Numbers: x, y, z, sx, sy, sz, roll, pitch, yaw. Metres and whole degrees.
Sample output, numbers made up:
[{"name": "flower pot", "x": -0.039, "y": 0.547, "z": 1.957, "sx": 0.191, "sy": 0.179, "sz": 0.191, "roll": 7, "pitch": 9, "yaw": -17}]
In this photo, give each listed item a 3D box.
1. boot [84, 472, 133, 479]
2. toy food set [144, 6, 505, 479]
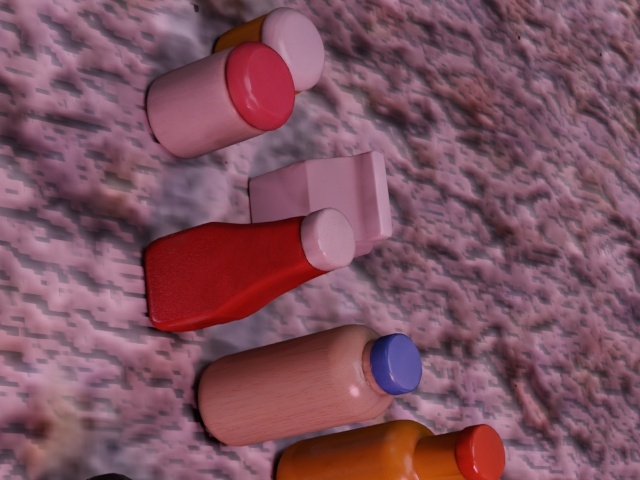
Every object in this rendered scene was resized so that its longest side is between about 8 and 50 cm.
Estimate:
[{"name": "boot", "x": -0.031, "y": 0.217, "z": 0.579, "sx": 0.179, "sy": 0.085, "sz": 0.236, "roll": 30, "pitch": 50, "yaw": -41}, {"name": "toy food set", "x": 0.000, "y": 0.000, "z": 0.685, "sx": 0.111, "sy": 0.104, "sz": 0.232, "roll": 11, "pitch": 69, "yaw": -49}]
